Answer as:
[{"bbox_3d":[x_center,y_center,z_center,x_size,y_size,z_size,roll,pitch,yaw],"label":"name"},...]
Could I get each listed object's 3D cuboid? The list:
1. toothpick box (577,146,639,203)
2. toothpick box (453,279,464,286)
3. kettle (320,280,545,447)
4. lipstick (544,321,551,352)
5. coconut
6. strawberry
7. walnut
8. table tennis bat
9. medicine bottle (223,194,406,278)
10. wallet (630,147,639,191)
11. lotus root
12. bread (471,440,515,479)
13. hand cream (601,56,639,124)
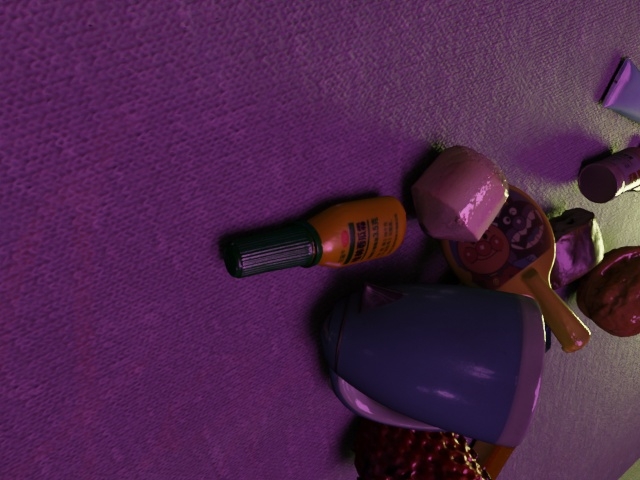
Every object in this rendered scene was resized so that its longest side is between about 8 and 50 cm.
[{"bbox_3d":[0.693,-0.154,1.209,0.149,0.098,0.098,-22,126,-25],"label":"toothpick box"},{"bbox_3d":[0.318,0.172,1.068,0.271,0.175,0.175,-42,133,-6],"label":"toothpick box"},{"bbox_3d":[0.165,0.218,0.893,0.247,0.342,0.319,-65,161,-59],"label":"kettle"},{"bbox_3d":[0.566,0.181,1.343,0.051,0.051,0.312,-32,128,-17],"label":"lipstick"},{"bbox_3d":[0.229,-0.070,0.882,0.152,0.147,0.147,-52,134,-4],"label":"coconut"},{"bbox_3d":[0.171,0.468,1.066,0.150,0.280,0.253,16,114,-39],"label":"strawberry"},{"bbox_3d":[0.831,0.132,1.390,0.257,0.224,0.257,-2,112,-4],"label":"walnut"},{"bbox_3d":[0.374,0.052,0.967,0.224,0.368,0.054,-35,176,-14],"label":"table tennis bat"},{"bbox_3d":[0.000,0.000,0.793,0.309,0.076,0.111,-12,120,-31],"label":"medicine bottle"},{"bbox_3d":[0.921,-0.198,1.405,0.286,0.030,0.146,-4,120,-34],"label":"wallet"},{"bbox_3d":[0.541,0.022,1.171,0.235,0.138,0.119,-29,99,-13],"label":"lotus root"},{"bbox_3d":[0.499,0.652,1.544,0.138,0.077,0.361,16,104,-43],"label":"bread"},{"bbox_3d":[0.752,-0.313,1.200,0.312,0.070,0.111,15,107,-33],"label":"hand cream"}]
